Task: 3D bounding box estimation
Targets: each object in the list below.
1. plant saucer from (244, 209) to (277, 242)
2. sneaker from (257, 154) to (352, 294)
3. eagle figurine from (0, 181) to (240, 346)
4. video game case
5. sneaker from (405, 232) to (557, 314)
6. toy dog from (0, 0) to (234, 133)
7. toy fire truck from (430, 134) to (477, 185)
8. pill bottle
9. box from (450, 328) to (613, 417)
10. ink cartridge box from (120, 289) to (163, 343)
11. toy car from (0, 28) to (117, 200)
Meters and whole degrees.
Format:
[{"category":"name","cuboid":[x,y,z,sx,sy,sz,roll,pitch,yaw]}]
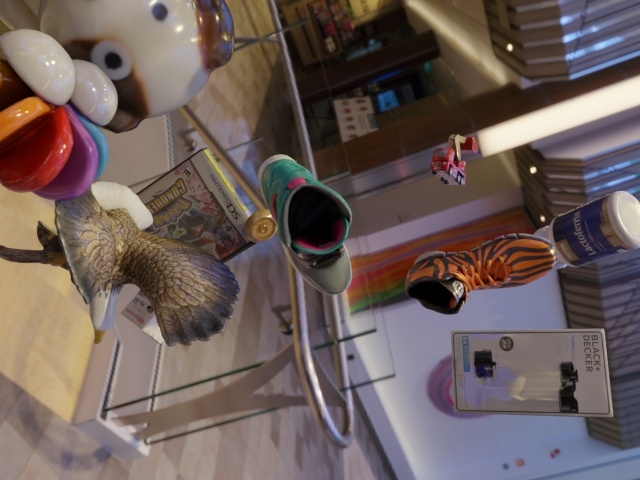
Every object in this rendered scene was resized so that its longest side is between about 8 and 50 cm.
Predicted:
[{"category":"plant saucer","cuboid":[-0.129,-0.028,1.216,0.015,0.083,0.083,48,-12,49]},{"category":"sneaker","cuboid":[0.000,0.000,0.938,0.296,0.123,0.178,61,-6,-27]},{"category":"eagle figurine","cuboid":[-0.265,0.028,0.720,0.226,0.298,0.225,-28,104,-42]},{"category":"video game case","cuboid":[-0.308,-0.042,1.285,0.248,0.274,0.035,57,15,-10]},{"category":"sneaker","cuboid":[0.330,0.084,1.147,0.180,0.320,0.125,-43,115,-60]},{"category":"toy dog","cuboid":[-0.295,-0.325,0.726,0.408,0.284,0.396,54,-11,32]},{"category":"toy fire truck","cuboid":[0.326,-0.206,1.327,0.192,0.047,0.136,19,79,-57]},{"category":"pill bottle","cuboid":[0.716,-0.016,1.465,0.153,0.264,0.153,12,65,-27]},{"category":"box","cuboid":[0.411,0.259,1.090,0.087,0.289,0.169,41,49,-72]},{"category":"ink cartridge box","cuboid":[-0.305,0.117,1.052,0.099,0.135,0.056,18,-26,44]},{"category":"toy car","cuboid":[-0.283,-0.105,0.547,0.136,0.159,0.182,56,6,7]}]
